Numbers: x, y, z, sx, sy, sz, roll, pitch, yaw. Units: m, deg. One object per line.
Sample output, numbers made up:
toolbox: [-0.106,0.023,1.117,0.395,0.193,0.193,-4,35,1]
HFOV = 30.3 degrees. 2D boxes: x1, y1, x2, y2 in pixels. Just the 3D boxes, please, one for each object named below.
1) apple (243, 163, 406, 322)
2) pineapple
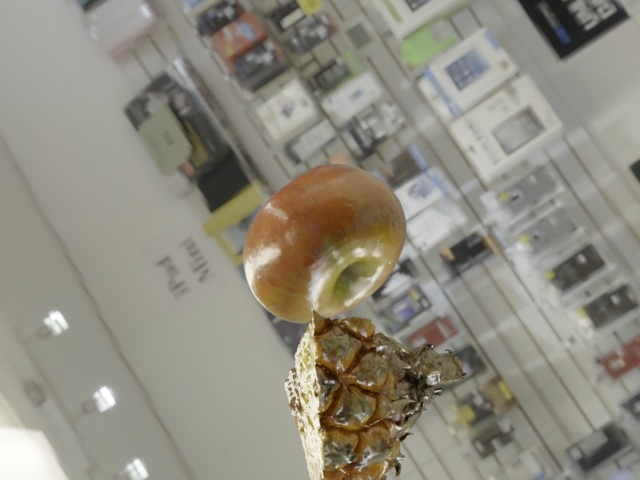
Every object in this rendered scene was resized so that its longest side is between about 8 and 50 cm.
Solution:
apple: [0.000,0.000,1.633,0.173,0.235,0.210,48,149,30]
pineapple: [0.057,0.176,1.096,0.249,0.164,0.139,108,158,-55]
